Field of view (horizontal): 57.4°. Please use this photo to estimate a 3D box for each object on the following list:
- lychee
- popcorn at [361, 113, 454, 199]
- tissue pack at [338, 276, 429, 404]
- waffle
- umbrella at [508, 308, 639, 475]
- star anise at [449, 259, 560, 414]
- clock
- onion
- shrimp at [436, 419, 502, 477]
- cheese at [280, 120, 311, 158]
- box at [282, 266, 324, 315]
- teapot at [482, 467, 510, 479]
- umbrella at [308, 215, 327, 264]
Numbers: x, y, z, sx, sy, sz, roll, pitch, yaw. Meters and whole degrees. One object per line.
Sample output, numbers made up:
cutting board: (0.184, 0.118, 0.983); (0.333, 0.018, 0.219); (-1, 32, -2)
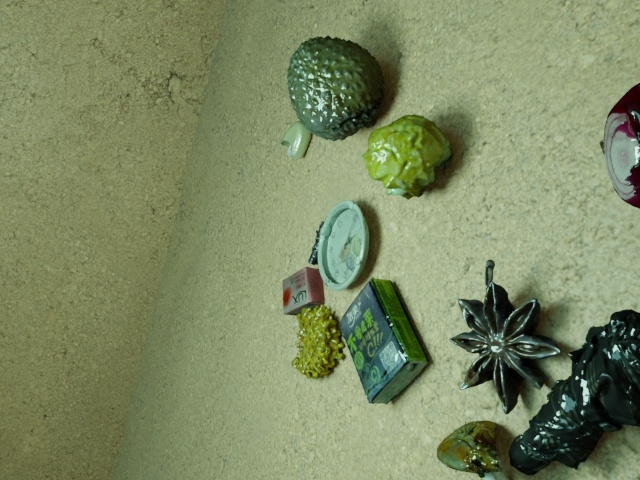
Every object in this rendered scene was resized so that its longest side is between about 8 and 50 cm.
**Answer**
lychee: (0.037, -0.390, 1.502); (0.255, 0.274, 0.255); (-39, 23, 21)
popcorn: (0.188, -0.172, 1.270); (0.198, 0.197, 0.213); (-131, 30, -53)
tissue pack: (0.135, 0.225, 1.317); (0.173, 0.073, 0.236); (-58, 36, 33)
waffle: (-0.019, 0.274, 1.566); (0.197, 0.070, 0.193); (-41, 48, 47)
umbrella: (0.392, 0.250, 0.840); (0.154, 0.128, 0.337); (-102, 28, -59)
star anise: (0.317, 0.163, 1.018); (0.230, 0.081, 0.263); (-10, 84, 59)
clock: (0.067, 0.015, 1.514); (0.236, 0.053, 0.237); (-30, 54, 55)
onion: (0.473, -0.135, 0.821); (0.198, 0.135, 0.173); (-44, -49, -76)
shrimp: (0.261, 0.351, 1.001); (0.115, 0.051, 0.217); (-43, -4, -9)
cheese: (-0.052, -0.353, 1.830); (0.235, 0.049, 0.127); (-55, 36, 34)
box: (-0.052, 0.148, 1.673); (0.156, 0.060, 0.112); (-35, 54, 52)
teapot: (0.315, 0.485, 0.884); (0.208, 0.165, 0.300); (-38, 38, 27)
umbrella: (0.000, 0.000, 1.648); (0.144, 0.040, 0.037); (-71, 23, 13)
